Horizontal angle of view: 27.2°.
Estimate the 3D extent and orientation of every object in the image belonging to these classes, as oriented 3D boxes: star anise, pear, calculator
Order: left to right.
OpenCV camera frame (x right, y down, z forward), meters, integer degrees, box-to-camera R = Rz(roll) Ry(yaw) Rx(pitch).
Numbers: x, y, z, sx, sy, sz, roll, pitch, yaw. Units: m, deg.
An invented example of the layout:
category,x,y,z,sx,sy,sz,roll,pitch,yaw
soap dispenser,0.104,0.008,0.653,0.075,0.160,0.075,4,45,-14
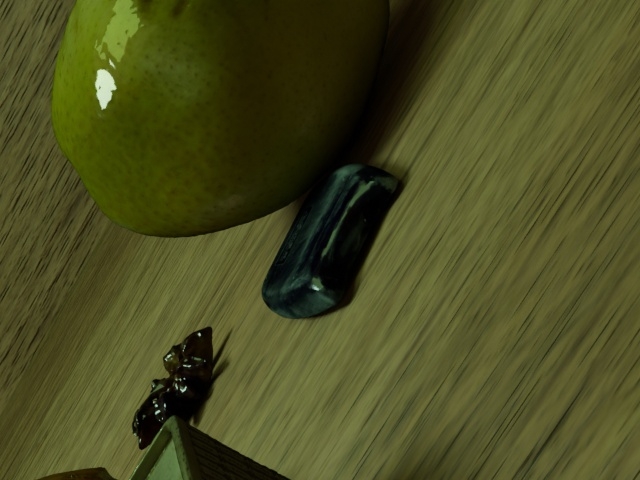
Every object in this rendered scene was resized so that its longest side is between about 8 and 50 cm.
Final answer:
category,x,y,z,sx,sy,sz,roll,pitch,yaw
star anise,-0.172,0.178,1.601,0.168,0.057,0.168,-50,12,15
pear,-0.114,-0.197,1.504,0.418,0.362,0.362,-47,17,3
calculator,0.000,0.000,1.385,0.177,0.040,0.268,-63,11,-10

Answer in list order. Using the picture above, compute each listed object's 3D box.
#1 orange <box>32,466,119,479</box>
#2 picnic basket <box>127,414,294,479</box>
category,x,y,z,sx,sy,sz,roll,pitch,yaw
orange,-0.210,0.318,1.149,0.240,0.240,0.240,-55,17,26
picnic basket,-0.103,0.317,0.931,0.313,0.175,0.228,-57,15,3
